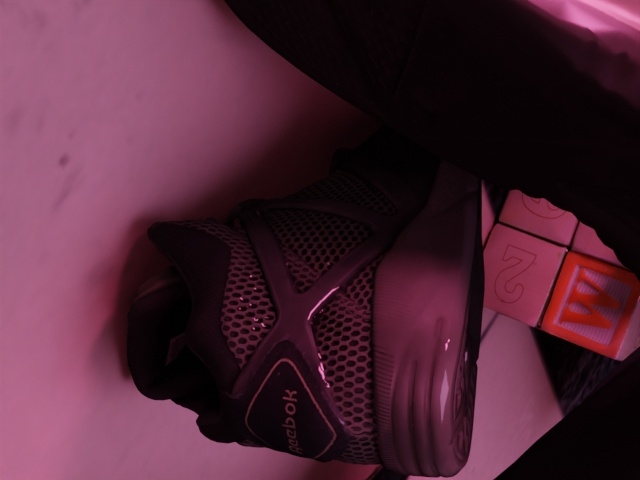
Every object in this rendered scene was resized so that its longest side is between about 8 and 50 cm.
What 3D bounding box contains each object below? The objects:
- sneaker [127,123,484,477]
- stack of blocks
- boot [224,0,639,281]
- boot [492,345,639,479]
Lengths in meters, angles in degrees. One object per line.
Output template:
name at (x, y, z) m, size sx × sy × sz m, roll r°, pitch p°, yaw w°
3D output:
sneaker at (0.000, 0.000, 0.596) m, size 0.227 × 0.130 × 0.087 m, roll -73°, pitch 163°, yaw -54°
stack of blocks at (0.201, -0.079, 0.837) m, size 0.171 × 0.087 × 0.297 m, roll 20°, pitch 92°, yaw -59°
boot at (0.178, -0.114, 0.556) m, size 0.284 × 0.377 × 0.138 m, roll -59°, pitch 175°, yaw -26°
boot at (0.018, 0.170, 0.555) m, size 0.445 × 0.146 × 0.367 m, roll -6°, pitch 142°, yaw -54°
